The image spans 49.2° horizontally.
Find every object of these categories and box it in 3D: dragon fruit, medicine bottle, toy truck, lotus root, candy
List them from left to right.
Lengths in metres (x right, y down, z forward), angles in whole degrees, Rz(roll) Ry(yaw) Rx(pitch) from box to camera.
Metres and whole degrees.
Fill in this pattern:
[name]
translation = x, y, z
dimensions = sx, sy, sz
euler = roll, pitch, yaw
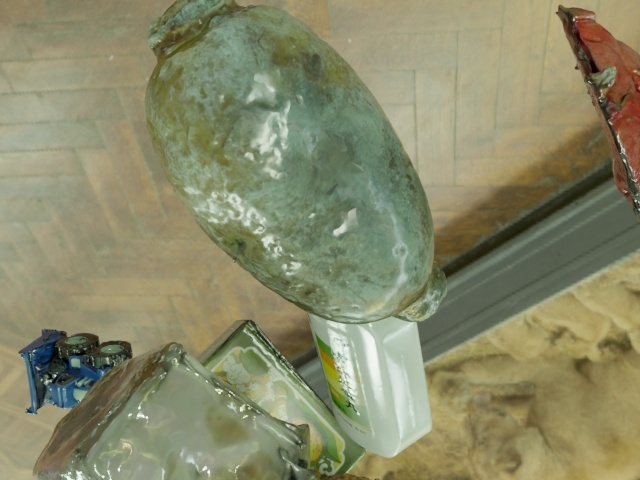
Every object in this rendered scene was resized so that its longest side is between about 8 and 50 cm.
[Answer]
[toy truck]
translation = -0.403, 0.221, 1.129
dimensions = 0.208, 0.126, 0.113
euler = 6, 106, 30
[candy]
translation = -0.129, 0.197, 0.612
dimensions = 0.185, 0.137, 0.195
euler = 43, 143, -17
[lotus root]
translation = -0.010, -0.044, 0.573
dimensions = 0.175, 0.175, 0.349
euler = -28, 115, 33
[medicine bottle]
translation = 0.057, 0.127, 0.950
dimensions = 0.124, 0.179, 0.324
euler = -25, 123, -23
[dragon fruit]
translation = 0.438, -0.140, 0.962
dimensions = 0.100, 0.282, 0.343
euler = -18, 143, 24

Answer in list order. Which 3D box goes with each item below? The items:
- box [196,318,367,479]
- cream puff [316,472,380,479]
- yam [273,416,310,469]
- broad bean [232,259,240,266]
[box]
translation = -0.177, 0.428, 1.399
dimensions = 0.373, 0.420, 0.138
euler = 49, 165, -8
[cream puff]
translation = 0.075, 0.554, 1.202
dimensions = 0.343, 0.327, 0.231
euler = -13, 141, -44
[yam]
translation = -0.058, 0.401, 1.069
dimensions = 0.093, 0.259, 0.093
euler = 0, 167, 0
[broad bean]
translation = 0.000, 0.000, 1.179
dimensions = 0.292, 0.049, 0.144
euler = -29, 132, -7
